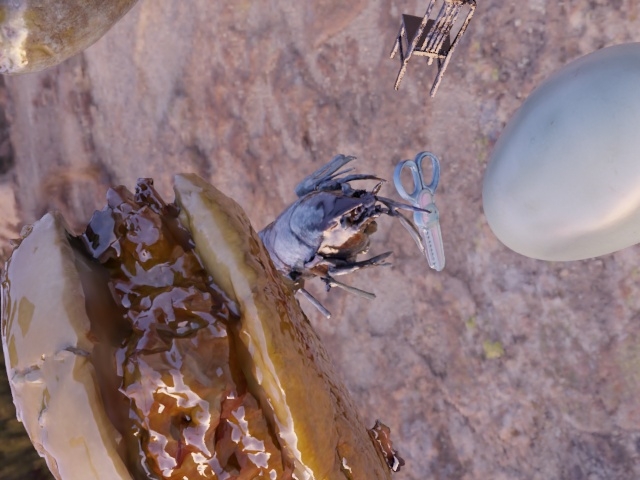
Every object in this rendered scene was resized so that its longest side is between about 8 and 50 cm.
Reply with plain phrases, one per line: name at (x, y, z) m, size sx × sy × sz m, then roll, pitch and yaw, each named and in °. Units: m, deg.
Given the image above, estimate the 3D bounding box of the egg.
egg at (0.335, -0.096, 0.986) m, size 0.229 × 0.230 × 0.371 m, roll 71°, pitch 156°, yaw 16°

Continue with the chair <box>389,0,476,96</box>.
chair at (0.184, -0.349, 1.307) m, size 0.212 × 0.084 × 0.101 m, roll 111°, pitch 163°, yaw -51°

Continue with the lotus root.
lotus root at (-0.320, -0.334, 1.002) m, size 0.175 × 0.349 × 0.175 m, roll 43°, pitch 163°, yaw 17°

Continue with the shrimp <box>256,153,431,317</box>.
shrimp at (-0.002, -0.001, 1.093) m, size 0.411 × 0.166 × 0.221 m, roll -18°, pitch 71°, yaw 50°

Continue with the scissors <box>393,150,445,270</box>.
scissors at (0.222, -0.056, 1.668) m, size 0.030 × 0.125 × 0.256 m, roll 6°, pitch 117°, yaw 49°

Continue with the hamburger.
hamburger at (-0.054, 0.104, 0.449) m, size 0.282 × 0.155 × 0.245 m, roll 62°, pitch 180°, yaw 4°
